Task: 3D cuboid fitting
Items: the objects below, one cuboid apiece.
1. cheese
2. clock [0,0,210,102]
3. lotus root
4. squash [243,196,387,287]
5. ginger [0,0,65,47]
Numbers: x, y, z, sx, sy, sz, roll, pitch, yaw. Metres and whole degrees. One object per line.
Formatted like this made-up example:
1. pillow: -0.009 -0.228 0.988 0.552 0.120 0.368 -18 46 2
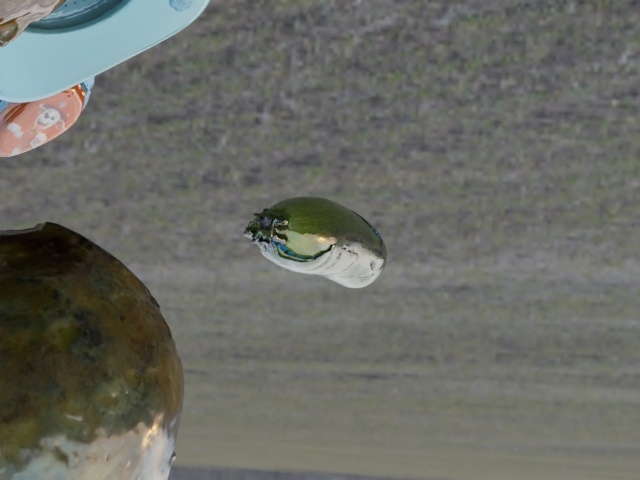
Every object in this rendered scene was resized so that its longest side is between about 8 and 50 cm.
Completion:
1. cheese: -0.351 -0.110 1.398 0.256 0.037 0.106 -36 153 -6
2. clock: -0.216 -0.260 1.024 0.223 0.094 0.274 -28 135 -12
3. lotus root: -0.237 0.158 0.892 0.250 0.346 0.250 27 165 8
4. squash: -0.001 -0.001 1.359 0.087 0.087 0.331 0 174 22
5. ginger: -0.136 -0.240 0.739 0.274 0.152 0.357 -31 -151 -2
